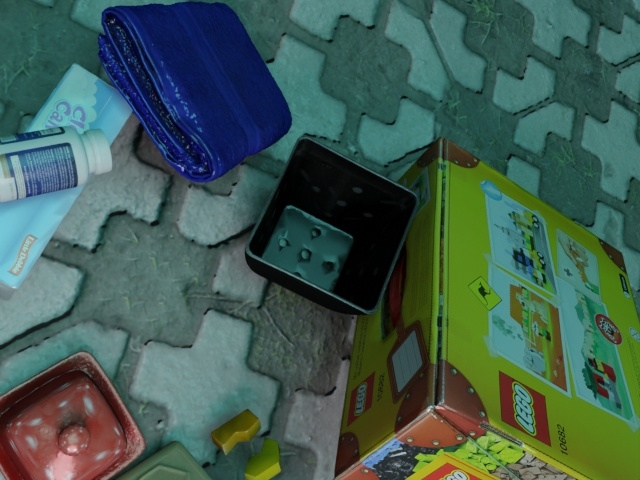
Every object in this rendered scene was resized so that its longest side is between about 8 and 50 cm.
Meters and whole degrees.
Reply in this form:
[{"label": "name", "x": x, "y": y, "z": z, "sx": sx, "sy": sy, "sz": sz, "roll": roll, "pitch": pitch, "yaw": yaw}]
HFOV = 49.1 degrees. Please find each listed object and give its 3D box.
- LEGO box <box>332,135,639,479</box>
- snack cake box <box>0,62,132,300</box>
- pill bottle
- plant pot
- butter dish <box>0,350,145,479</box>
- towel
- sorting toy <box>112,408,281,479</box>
[{"label": "LEGO box", "x": 0.248, "y": 0.143, "z": 0.950, "sx": 0.372, "sy": 0.193, "sz": 0.500, "roll": 30, "pitch": 39, "yaw": -14}, {"label": "snack cake box", "x": -0.339, "y": -0.066, "z": 0.845, "sx": 0.089, "sy": 0.152, "sz": 0.264, "roll": 33, "pitch": 67, "yaw": -18}, {"label": "pill bottle", "x": -0.290, "y": -0.085, "z": 0.749, "sx": 0.120, "sy": 0.067, "sz": 0.067, "roll": -16, "pitch": 88, "yaw": -28}, {"label": "plant pot", "x": 0.000, "y": 0.000, "z": 0.988, "sx": 0.187, "sy": 0.167, "sz": 0.188, "roll": 26, "pitch": 68, "yaw": -7}, {"label": "butter dish", "x": -0.299, "y": 0.231, "z": 0.828, "sx": 0.160, "sy": 0.118, "sz": 0.160, "roll": -32, "pitch": 96, "yaw": -28}, {"label": "towel", "x": -0.156, "y": -0.206, "z": 0.936, "sx": 0.228, "sy": 0.076, "sz": 0.308, "roll": 61, "pitch": 25, "yaw": -9}, {"label": "sorting toy", "x": -0.167, "y": 0.334, "z": 0.832, "sx": 0.307, "sy": 0.229, "sz": 0.041, "roll": -29, "pitch": 126, "yaw": -29}]
